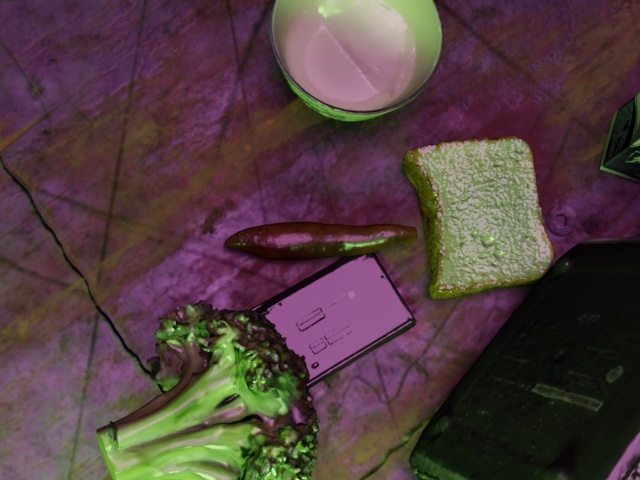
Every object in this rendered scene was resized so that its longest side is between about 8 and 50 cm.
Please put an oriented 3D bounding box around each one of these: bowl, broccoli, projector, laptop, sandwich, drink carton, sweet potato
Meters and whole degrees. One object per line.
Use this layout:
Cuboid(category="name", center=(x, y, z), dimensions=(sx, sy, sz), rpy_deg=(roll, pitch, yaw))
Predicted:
Cuboid(category="bowl", center=(0.045, -0.268, 1.247), dimensions=(0.237, 0.126, 0.238), rpy_deg=(1, 79, -5))
Cuboid(category="broccoli", center=(-0.120, 0.222, 1.078), dimensions=(0.260, 0.288, 0.235), rpy_deg=(-41, 123, -10))
Cuboid(category="projector", center=(0.342, 0.203, 1.026), dimensions=(0.242, 0.395, 0.405), rpy_deg=(44, 78, -13))
Cuboid(category="laptop", center=(0.018, 0.105, 1.226), dimensions=(0.197, 0.016, 0.135), rpy_deg=(-30, 81, -10))
Cuboid(category="sandwich", center=(0.218, -0.033, 1.247), dimensions=(0.186, 0.065, 0.215), rpy_deg=(-7, 80, -7))
Cuboid(category="drink carton", center=(0.492, -0.148, 1.214), dimensions=(0.134, 0.222, 0.102), rpy_deg=(21, 77, -1))
Cuboid(category="sweet potato", center=(0.000, -0.001, 1.226), dimensions=(0.264, 0.057, 0.057), rpy_deg=(-3, 79, -6))
